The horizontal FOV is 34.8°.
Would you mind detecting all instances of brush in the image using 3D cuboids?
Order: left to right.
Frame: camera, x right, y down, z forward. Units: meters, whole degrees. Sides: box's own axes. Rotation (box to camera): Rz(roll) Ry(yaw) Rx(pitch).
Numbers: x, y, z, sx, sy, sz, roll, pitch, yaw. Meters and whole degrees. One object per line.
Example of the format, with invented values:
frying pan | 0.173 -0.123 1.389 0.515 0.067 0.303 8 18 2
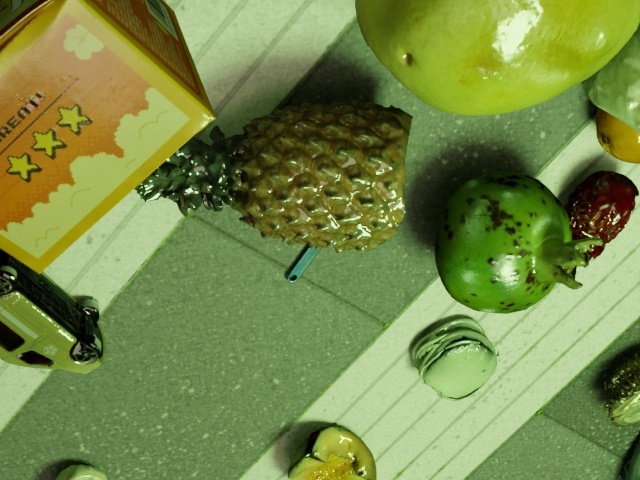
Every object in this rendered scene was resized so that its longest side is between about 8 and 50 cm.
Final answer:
brush | 0.000 0.000 1.480 0.051 0.014 0.164 24 115 -30

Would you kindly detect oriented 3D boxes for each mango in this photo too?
mango | 0.473 -0.210 1.433 0.145 0.112 0.219 23 102 -30

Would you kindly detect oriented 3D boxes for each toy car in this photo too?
toy car | -0.401 0.093 1.358 0.124 0.101 0.256 -32 127 11

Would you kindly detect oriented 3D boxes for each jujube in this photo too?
jujube | 0.408 -0.031 1.542 0.104 0.104 0.166 12 121 -26

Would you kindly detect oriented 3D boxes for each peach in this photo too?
peach | 0.202 -0.307 1.156 0.314 0.281 0.315 -3 135 -25

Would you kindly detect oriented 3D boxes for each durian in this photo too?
durian | 0.570 0.246 1.802 0.188 0.091 0.148 -20 141 -8

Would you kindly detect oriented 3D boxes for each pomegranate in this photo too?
pomegranate | 0.276 0.012 1.440 0.211 0.263 0.211 -19 119 -38

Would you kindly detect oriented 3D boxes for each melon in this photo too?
melon | 0.006 0.369 1.714 0.160 0.079 0.128 29 130 -33

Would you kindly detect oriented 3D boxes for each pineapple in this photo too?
pineapple | -0.066 -0.091 1.297 0.362 0.202 0.202 6 123 -6

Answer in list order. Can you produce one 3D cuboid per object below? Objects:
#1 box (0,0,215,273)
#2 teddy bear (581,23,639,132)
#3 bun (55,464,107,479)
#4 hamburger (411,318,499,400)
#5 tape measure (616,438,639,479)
box | -0.293 -0.172 1.085 0.259 0.283 0.214 -39 126 11
teddy bear | 0.503 -0.259 1.223 0.362 0.375 0.327 -55 151 16
bun | -0.380 0.385 1.605 0.086 0.055 0.086 -12 119 -24
hamburger | 0.220 0.194 1.663 0.133 0.062 0.140 -31 130 6
tape measure | 0.679 0.454 1.879 0.147 0.256 0.275 14 124 -22
